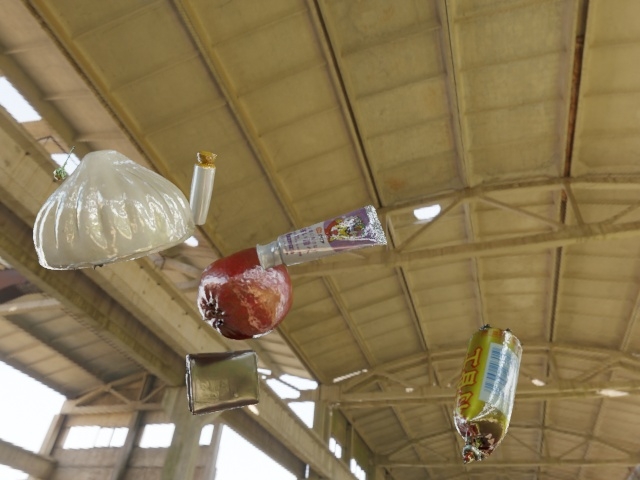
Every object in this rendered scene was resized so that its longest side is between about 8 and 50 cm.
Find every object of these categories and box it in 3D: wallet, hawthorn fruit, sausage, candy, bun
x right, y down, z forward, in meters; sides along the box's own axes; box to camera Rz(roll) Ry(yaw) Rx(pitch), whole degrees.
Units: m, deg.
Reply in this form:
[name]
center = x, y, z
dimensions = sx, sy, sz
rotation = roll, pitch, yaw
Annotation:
[wallet]
center = -0.301, 0.438, 1.473
dimensions = 0.229, 0.181, 0.049
rotation = 2, -21, -30
[hawthorn fruit]
center = -0.196, 0.146, 1.373
dimensions = 0.265, 0.307, 0.265
rotation = 18, -60, 35
[sausage]
center = 0.341, 0.331, 0.985
dimensions = 0.117, 0.317, 0.125
rotation = 15, -49, 22
[candy]
center = -0.566, -0.173, 1.047
dimensions = 0.025, 0.083, 0.023
rotation = 30, -2, -19
[bun]
center = -0.355, -0.065, 0.799
dimensions = 0.263, 0.263, 0.175
rotation = -5, -78, 13

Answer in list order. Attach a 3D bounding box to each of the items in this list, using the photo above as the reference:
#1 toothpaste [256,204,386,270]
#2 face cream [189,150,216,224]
[toothpaste]
center = 0.000, 0.000, 1.118
dimensions = 0.299, 0.114, 0.073
rotation = -16, -31, -1
[face cream]
center = -0.295, -0.131, 1.170
dimensions = 0.051, 0.072, 0.182
rotation = 5, -69, -24
